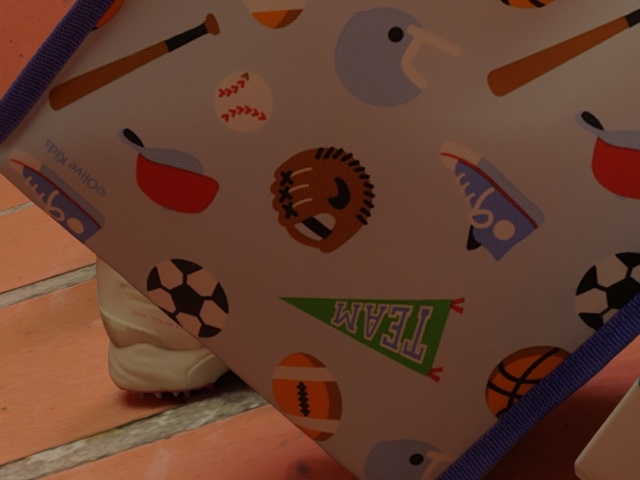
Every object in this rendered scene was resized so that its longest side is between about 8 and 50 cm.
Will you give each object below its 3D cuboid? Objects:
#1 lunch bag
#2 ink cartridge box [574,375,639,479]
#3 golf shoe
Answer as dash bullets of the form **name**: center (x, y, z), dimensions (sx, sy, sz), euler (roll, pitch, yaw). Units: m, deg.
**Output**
- **lunch bag**: center (0.074, -0.108, 0.707), dimensions (0.385, 0.328, 0.239), euler (-48, 6, 23)
- **ink cartridge box**: center (0.216, 0.042, 0.619), dimensions (0.082, 0.139, 0.190), euler (40, 42, 17)
- **golf shoe**: center (-0.033, 0.028, 0.968), dimensions (0.306, 0.140, 0.115), euler (-10, 15, 20)
